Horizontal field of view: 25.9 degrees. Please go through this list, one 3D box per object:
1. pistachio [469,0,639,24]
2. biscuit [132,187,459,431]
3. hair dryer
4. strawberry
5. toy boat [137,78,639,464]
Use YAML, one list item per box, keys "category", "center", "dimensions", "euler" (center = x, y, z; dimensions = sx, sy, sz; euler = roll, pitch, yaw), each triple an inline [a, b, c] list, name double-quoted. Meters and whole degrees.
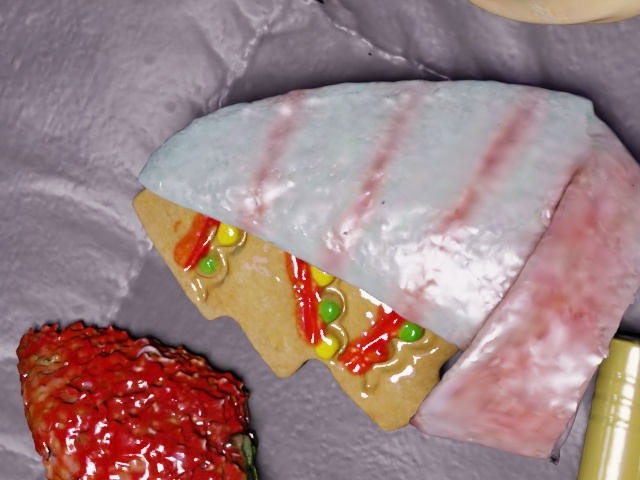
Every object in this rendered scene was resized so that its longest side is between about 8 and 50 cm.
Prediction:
- category: "pistachio"
  center: [0.107, -0.263, 0.689]
  dimensions: [0.238, 0.229, 0.321]
  euler: [-18, 86, 46]
- category: "biscuit"
  center: [0.000, 0.000, 0.838]
  dimensions: [0.239, 0.041, 0.212]
  euler: [11, 102, 8]
- category: "hair dryer"
  center: [0.175, 0.194, 0.818]
  dimensions: [0.135, 0.090, 0.278]
  euler: [10, 94, 9]
- category: "strawberry"
  center: [-0.112, 0.132, 0.857]
  dimensions: [0.140, 0.085, 0.192]
  euler: [-20, 93, 15]
- category: "toy boat"
  center: [0.042, -0.015, 0.778]
  dimensions: [0.282, 0.096, 0.206]
  euler: [26, 89, 10]
